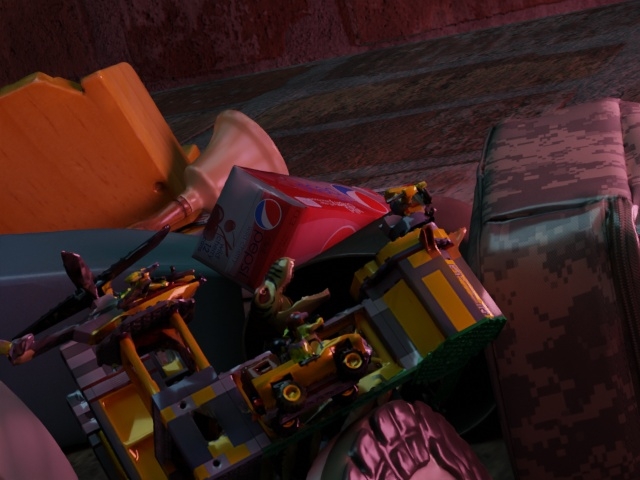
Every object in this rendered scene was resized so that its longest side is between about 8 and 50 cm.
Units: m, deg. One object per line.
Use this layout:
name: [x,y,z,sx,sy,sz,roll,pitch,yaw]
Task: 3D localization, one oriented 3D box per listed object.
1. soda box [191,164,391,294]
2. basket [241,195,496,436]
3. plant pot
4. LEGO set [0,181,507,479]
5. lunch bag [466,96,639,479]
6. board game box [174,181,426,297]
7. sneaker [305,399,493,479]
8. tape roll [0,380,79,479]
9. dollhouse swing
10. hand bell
soda box: [0.000,0.000,1.234,0.083,0.092,0.263,29,11,26]
basket: [0.072,0.052,1.104,0.204,0.154,0.227,0,16,18]
plant pot: [-0.185,0.078,1.247,0.234,0.166,0.166,-8,15,-6]
LEGO set: [-0.045,0.066,0.849,0.255,0.192,0.331,-29,-21,-11]
lunch bag: [0.243,0.024,0.904,0.256,0.213,0.305,-12,17,15]
board game box: [-0.048,0.007,1.542,0.305,0.053,0.193,-8,17,26]
sneaker: [-0.033,0.246,0.638,0.182,0.158,0.410,-43,0,35]
tape roll: [-0.233,0.190,0.672,0.169,0.246,0.246,-28,12,17]
dollhouse swing: [-0.346,-0.104,1.738,0.346,0.315,0.305,-22,32,12]
hand bell: [-0.162,-0.031,1.552,0.242,0.126,0.126,-38,24,-26]
